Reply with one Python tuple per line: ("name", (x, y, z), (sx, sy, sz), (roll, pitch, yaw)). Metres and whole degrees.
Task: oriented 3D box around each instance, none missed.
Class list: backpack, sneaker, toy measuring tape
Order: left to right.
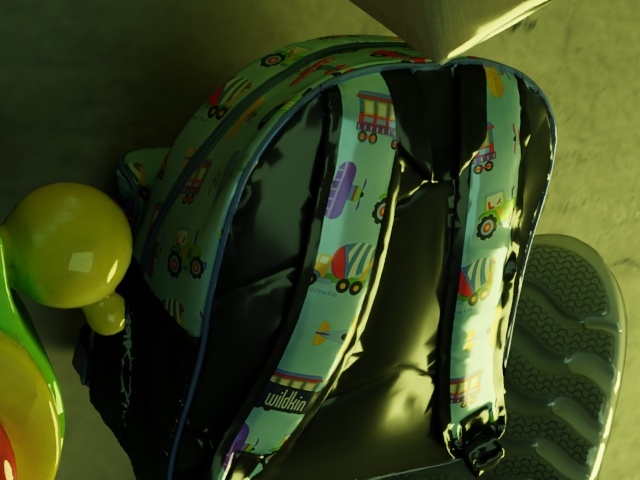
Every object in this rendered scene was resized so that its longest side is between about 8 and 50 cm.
("toy measuring tape", (-0.193, 0.093, 0.632), (0.330, 0.121, 0.121), (-35, 135, -1))
("backpack", (0.000, 0.000, 0.700), (0.158, 0.117, 0.173), (-7, 124, -33))
("sneaker", (0.071, 0.120, 0.874), (0.115, 0.105, 0.281), (-28, 138, -61))

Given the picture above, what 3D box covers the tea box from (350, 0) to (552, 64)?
("tea box", (0.069, -0.283, 0.485), (0.323, 0.220, 0.329), (-31, 133, -18))
